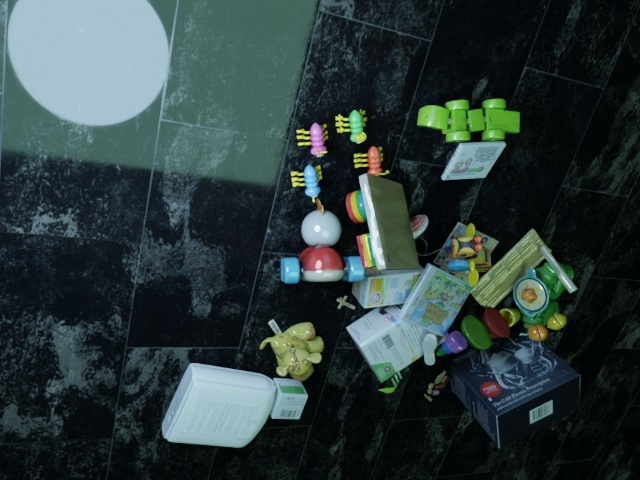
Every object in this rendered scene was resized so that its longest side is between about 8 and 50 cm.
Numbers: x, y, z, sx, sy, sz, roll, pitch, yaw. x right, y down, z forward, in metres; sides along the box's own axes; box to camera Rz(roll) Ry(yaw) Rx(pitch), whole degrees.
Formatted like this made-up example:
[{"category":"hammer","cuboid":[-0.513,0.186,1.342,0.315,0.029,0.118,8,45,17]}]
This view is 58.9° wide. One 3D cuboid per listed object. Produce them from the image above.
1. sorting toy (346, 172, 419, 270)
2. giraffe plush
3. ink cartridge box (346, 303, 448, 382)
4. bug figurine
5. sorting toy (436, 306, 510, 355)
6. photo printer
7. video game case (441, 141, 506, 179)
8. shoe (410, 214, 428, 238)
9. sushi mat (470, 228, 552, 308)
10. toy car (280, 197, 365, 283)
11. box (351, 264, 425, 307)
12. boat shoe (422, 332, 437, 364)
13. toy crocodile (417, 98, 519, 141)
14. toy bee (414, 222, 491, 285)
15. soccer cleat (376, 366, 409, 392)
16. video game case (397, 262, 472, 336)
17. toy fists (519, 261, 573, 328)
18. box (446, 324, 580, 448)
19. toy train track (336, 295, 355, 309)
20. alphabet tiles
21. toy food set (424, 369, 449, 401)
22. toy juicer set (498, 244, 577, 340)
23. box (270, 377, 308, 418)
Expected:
[{"category":"sorting toy","cuboid":[0.167,-0.039,1.577,0.090,0.255,0.257,-15,171,28]},{"category":"giraffe plush","cuboid":[-0.071,0.352,1.734,0.181,0.170,0.210,-46,123,5]},{"category":"ink cartridge box","cuboid":[0.258,0.305,1.877,0.278,0.117,0.201,-32,124,-5]},{"category":"bug figurine","cuboid":[0.053,-0.231,1.531,0.279,0.072,0.216,-19,115,-14]},{"category":"sorting toy","cuboid":[0.510,0.334,1.948,0.366,0.127,0.126,-10,153,-47]},{"category":"photo printer","cuboid":[-0.302,0.519,1.763,0.308,0.107,0.255,17,109,-29]},{"category":"video game case","cuboid":[0.459,-0.239,1.703,0.158,0.019,0.143,-5,144,-20]},{"category":"shoe","cuboid":[0.243,-0.035,1.727,0.178,0.063,0.081,-37,129,4]},{"category":"sushi mat","cuboid":[0.671,0.108,2.005,0.316,0.019,0.151,-45,125,5]},{"category":"toy car","cuboid":[0.000,0.000,1.605,0.220,0.210,0.237,0,88,-8]},{"category":"box","cuboid":[0.213,0.130,1.777,0.203,0.103,0.114,-4,117,-21]},{"category":"boat shoe","cuboid":[0.358,0.348,1.850,0.046,0.038,0.125,-3,118,12]},{"category":"toy crocodile","cuboid":[0.436,-0.342,1.630,0.341,0.105,0.115,-6,95,-25]},{"category":"toy bee","cuboid":[0.459,0.046,1.772,0.299,0.162,0.195,-8,81,-42]},{"category":"soccer cleat","cuboid":[0.257,0.467,1.998,0.073,0.060,0.178,14,113,-26]},{"category":"video game case","cuboid":[0.365,0.191,1.784,0.213,0.023,0.193,25,96,-34]},{"category":"toy fists","cuboid":[0.821,0.206,2.075,0.143,0.096,0.278,1,117,-22]},{"category":"box","cuboid":[0.690,0.517,2.051,0.344,0.312,0.178,-22,122,-12]},{"category":"toy train track","cuboid":[0.080,0.201,1.814,0.083,0.014,0.048,30,94,-38]},{"category":"alphabet tiles","cuboid":[0.471,0.070,1.910,0.198,0.009,0.237,21,106,-30]},{"category":"toy food set","cuboid":[0.440,0.547,2.140,0.122,0.019,0.078,-46,124,-5]},{"category":"toy juicer set","cuboid":[0.763,0.209,1.964,0.090,0.209,0.328,-7,127,-40]},{"category":"box","cuboid":[-0.111,0.517,1.853,0.101,0.087,0.101,10,111,-27]}]
